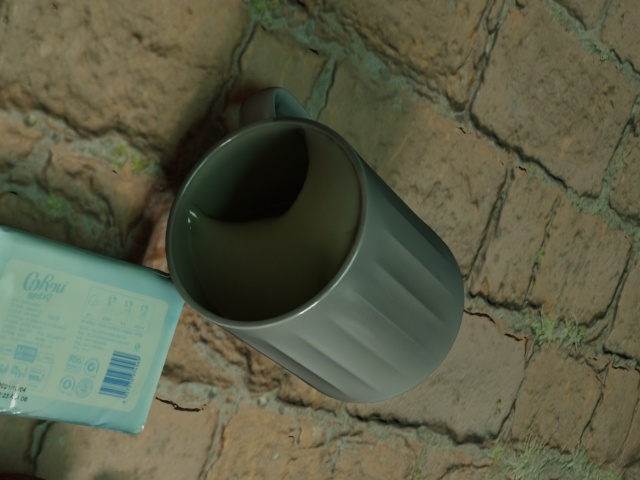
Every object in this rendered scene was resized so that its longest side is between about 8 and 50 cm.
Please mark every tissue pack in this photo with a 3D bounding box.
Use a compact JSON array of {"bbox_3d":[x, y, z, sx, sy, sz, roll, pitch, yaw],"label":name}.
[{"bbox_3d":[-0.270,0.089,1.211,0.263,0.089,0.177,20,85,-48],"label":"tissue pack"}]

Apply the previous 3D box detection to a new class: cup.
[{"bbox_3d":[0.000,0.000,1.375,0.327,0.236,0.323,39,35,-57],"label":"cup"}]

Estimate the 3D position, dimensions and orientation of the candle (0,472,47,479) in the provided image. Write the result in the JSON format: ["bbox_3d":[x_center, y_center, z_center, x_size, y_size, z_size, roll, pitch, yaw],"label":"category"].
[{"bbox_3d":[-0.367,0.357,1.185,0.287,0.131,0.317,49,62,-35],"label":"candle"}]
